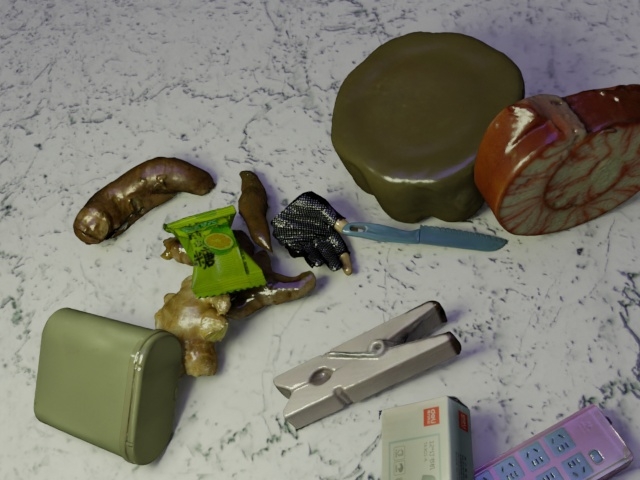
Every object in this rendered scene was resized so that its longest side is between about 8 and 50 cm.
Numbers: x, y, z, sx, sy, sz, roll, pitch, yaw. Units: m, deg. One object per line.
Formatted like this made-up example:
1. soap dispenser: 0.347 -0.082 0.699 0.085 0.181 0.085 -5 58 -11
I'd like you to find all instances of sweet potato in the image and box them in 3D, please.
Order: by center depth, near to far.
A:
1. sweet potato: -0.135 -0.065 1.633 0.067 0.067 0.274 -21 41 3

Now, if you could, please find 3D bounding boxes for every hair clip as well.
1. hair clip: 0.081 0.220 1.400 0.330 0.085 0.101 -28 53 6

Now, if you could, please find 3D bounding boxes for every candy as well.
1. candy: -0.200 0.014 1.512 0.148 0.069 0.246 -14 47 -18

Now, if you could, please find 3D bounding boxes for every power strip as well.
1. power strip: 0.352 0.366 1.258 0.278 0.037 0.109 -29 55 -3

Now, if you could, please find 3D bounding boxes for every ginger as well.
1. ginger: -0.245 0.175 1.501 0.157 0.102 0.216 22 96 25
2. ginger: -0.174 0.061 1.579 0.333 0.080 0.166 32 74 25
3. ginger: -0.392 -0.097 1.722 0.309 0.107 0.133 -33 42 -10

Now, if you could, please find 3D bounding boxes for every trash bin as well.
1. trash bin: -0.392 0.257 1.454 0.247 0.121 0.244 13 97 25

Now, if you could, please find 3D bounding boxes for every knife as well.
1. knife: 0.196 -0.009 1.509 0.312 0.019 0.045 7 66 3

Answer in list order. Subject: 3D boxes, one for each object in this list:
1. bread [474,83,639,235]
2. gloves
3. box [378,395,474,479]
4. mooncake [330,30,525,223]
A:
1. bread: 0.430 -0.135 1.387 0.327 0.295 0.114 -13 55 -13
2. gloves: -0.002 0.002 1.564 0.129 0.106 0.181 -37 82 -14
3. box: 0.166 0.386 1.253 0.135 0.079 0.270 -20 52 33
4. mooncake: 0.216 -0.214 1.569 0.378 0.201 0.379 -8 60 15
